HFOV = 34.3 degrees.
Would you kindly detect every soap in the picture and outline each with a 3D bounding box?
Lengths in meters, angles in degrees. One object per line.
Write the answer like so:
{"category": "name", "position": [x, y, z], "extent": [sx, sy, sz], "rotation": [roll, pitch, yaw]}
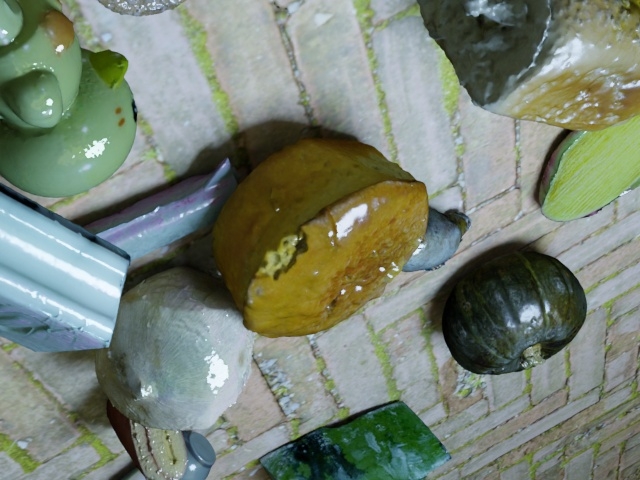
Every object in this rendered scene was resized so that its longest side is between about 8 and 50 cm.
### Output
{"category": "soap", "position": [-0.302, 0.014, 0.902], "extent": [0.150, 0.094, 0.261], "rotation": [-14, 145, 40]}

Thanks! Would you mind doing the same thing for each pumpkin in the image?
{"category": "pumpkin", "position": [0.284, 0.112, 1.512], "extent": [0.223, 0.157, 0.224], "rotation": [-19, 155, -9]}

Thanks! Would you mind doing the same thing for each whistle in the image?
{"category": "whistle", "position": [-0.218, -0.141, 0.817], "extent": [0.141, 0.141, 0.294], "rotation": [-19, 148, -16]}

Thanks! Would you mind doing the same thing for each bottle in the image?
{"category": "bottle", "position": [-0.265, 0.366, 1.499], "extent": [0.253, 0.079, 0.096], "rotation": [-39, 107, 14]}

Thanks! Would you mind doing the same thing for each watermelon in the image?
{"category": "watermelon", "position": [0.044, 0.379, 1.710], "extent": [0.264, 0.151, 0.302], "rotation": [-22, 163, -18]}

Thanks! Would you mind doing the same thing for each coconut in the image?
{"category": "coconut", "position": [-0.164, 0.127, 1.172], "extent": [0.194, 0.194, 0.194], "rotation": [-20, 145, -15]}

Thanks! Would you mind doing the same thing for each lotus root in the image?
{"category": "lotus root", "position": [0.132, -0.001, 1.322], "extent": [0.165, 0.088, 0.088], "rotation": [-8, 141, -45]}

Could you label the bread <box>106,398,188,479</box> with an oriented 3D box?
{"category": "bread", "position": [-0.224, 0.223, 1.309], "extent": [0.067, 0.192, 0.119], "rotation": [-5, 102, -25]}

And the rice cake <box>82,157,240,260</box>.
{"category": "rice cake", "position": [-0.211, -0.010, 1.072], "extent": [0.290, 0.051, 0.081], "rotation": [-27, 148, -9]}

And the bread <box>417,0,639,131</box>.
{"category": "bread", "position": [0.229, -0.221, 1.003], "extent": [0.246, 0.196, 0.176], "rotation": [3, 138, -40]}

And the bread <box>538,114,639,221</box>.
{"category": "bread", "position": [0.389, -0.114, 1.411], "extent": [0.228, 0.033, 0.228], "rotation": [-21, 147, -15]}

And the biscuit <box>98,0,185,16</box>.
{"category": "biscuit", "position": [-0.140, -0.236, 0.862], "extent": [0.120, 0.015, 0.120], "rotation": [-21, 144, -16]}

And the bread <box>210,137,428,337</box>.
{"category": "bread", "position": [0.000, 0.000, 1.129], "extent": [0.268, 0.146, 0.268], "rotation": [-33, 156, -17]}
